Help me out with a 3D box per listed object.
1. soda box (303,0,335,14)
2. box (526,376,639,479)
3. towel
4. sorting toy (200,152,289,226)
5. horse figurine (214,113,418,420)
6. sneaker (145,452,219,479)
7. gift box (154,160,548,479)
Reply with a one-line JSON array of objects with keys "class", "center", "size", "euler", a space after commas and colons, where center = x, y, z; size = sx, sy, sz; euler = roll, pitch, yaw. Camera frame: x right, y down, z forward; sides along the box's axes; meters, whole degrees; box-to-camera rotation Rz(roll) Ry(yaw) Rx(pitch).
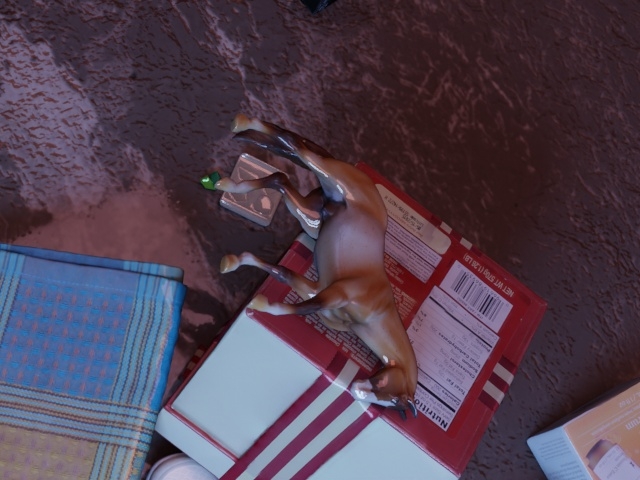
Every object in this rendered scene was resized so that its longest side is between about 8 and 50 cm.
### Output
[{"class": "soda box", "center": [0.017, -0.308, 1.309], "size": [0.053, 0.169, 0.060], "euler": [-35, 85, -24]}, {"class": "box", "center": [0.316, 0.240, 1.262], "size": [0.130, 0.091, 0.170], "euler": [-26, 81, -22]}, {"class": "towel", "center": [-0.282, 0.176, 1.091], "size": [0.272, 0.040, 0.370], "euler": [8, 69, 12]}, {"class": "sorting toy", "center": [-0.080, -0.058, 1.287], "size": [0.083, 0.012, 0.062], "euler": [26, 73, -10]}, {"class": "horse figurine", "center": [0.000, 0.000, 0.980], "size": [0.175, 0.066, 0.263], "euler": [19, 44, -32]}, {"class": "sneaker", "center": [-0.087, 0.327, 1.108], "size": [0.110, 0.118, 0.292], "euler": [-12, 75, -17]}, {"class": "gift box", "center": [0.036, 0.116, 1.141], "size": [0.255, 0.258, 0.276], "euler": [41, 47, 2]}]
